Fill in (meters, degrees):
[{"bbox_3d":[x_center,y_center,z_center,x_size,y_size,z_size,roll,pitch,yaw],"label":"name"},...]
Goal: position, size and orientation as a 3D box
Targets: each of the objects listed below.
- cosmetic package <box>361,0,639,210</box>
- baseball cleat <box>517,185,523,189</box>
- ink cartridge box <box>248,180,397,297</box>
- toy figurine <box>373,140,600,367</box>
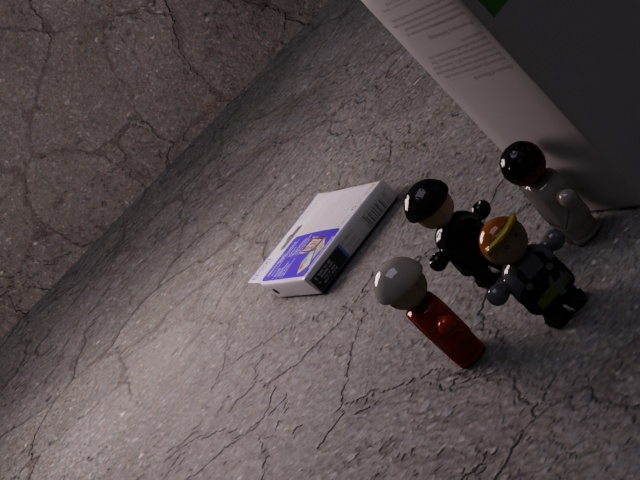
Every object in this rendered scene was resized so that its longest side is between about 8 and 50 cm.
[{"bbox_3d":[0.239,-0.219,1.242,0.197,0.365,0.155,-54,18,-19],"label":"cosmetic package"},{"bbox_3d":[0.283,-0.124,1.450,0.109,0.072,0.206,-25,28,15],"label":"baseball cleat"},{"bbox_3d":[0.000,0.000,1.808,0.206,0.045,0.208,-52,20,-20],"label":"ink cartridge box"},{"bbox_3d":[0.177,0.006,1.236,0.209,0.148,0.213,-29,24,42],"label":"toy figurine"}]
